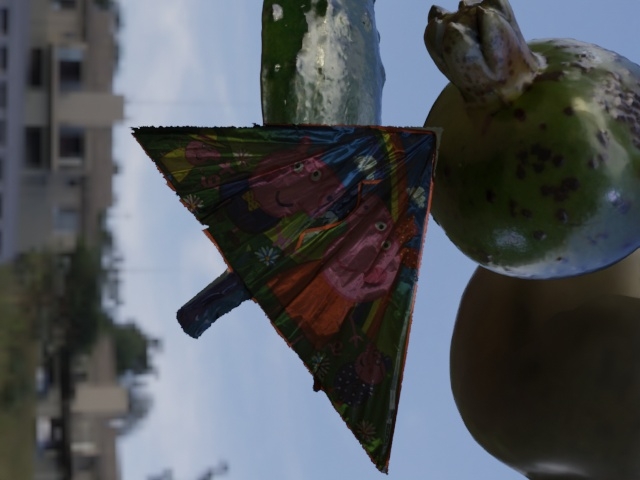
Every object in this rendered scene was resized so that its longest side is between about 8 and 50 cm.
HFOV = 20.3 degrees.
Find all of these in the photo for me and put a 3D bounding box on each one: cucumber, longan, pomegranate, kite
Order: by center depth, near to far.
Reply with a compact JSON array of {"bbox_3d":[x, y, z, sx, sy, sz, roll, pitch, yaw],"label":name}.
[{"bbox_3d":[0.000,0.000,1.260,0.321,0.234,0.016,53,3,17],"label":"kite"},{"bbox_3d":[0.159,-0.082,1.341,0.248,0.202,0.202,55,4,-34],"label":"pomegranate"},{"bbox_3d":[0.004,-0.147,1.750,0.145,0.105,0.325,65,24,-53],"label":"cucumber"},{"bbox_3d":[0.308,0.128,1.829,0.361,0.360,0.361,180,-90,-73],"label":"longan"}]
